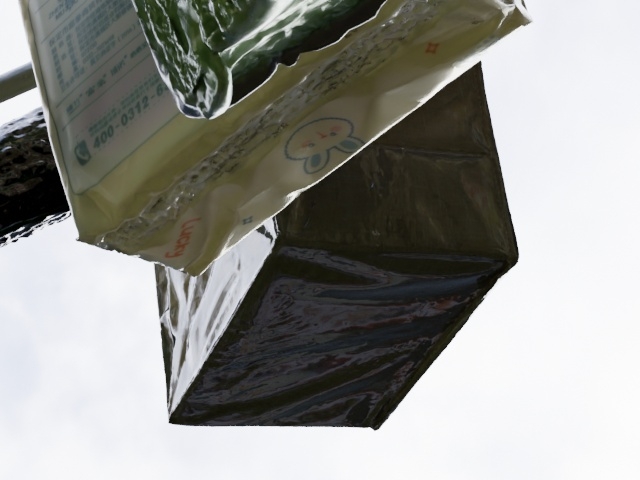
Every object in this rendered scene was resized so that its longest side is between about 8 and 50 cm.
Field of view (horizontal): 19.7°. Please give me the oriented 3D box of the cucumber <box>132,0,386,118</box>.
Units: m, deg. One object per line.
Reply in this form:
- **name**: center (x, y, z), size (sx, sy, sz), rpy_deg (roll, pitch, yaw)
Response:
- **cucumber**: center (0.024, -0.118, 0.480), size (0.193, 0.115, 0.086), rpy_deg (-28, -103, 3)

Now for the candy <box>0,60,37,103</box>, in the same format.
- **candy**: center (-0.060, -0.129, 0.999), size (0.365, 0.124, 0.124), rpy_deg (-21, -71, 15)

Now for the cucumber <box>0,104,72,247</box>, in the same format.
- **cucumber**: center (-0.172, -0.043, 1.128), size (0.074, 0.241, 0.074), rpy_deg (20, -55, 31)

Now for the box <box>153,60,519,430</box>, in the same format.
- **box**: center (0.000, 0.000, 1.132), size (0.149, 0.155, 0.231), rpy_deg (4, -31, -20)

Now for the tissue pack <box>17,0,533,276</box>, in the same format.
- **tissue pack**: center (-0.027, -0.097, 0.763), size (0.196, 0.148, 0.092), rpy_deg (-35, -35, 26)
